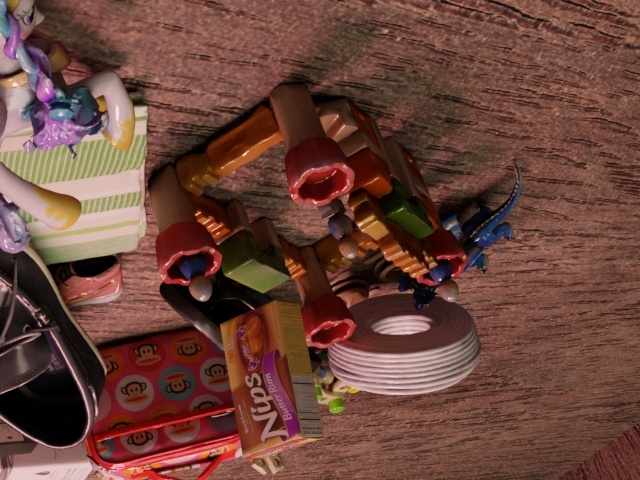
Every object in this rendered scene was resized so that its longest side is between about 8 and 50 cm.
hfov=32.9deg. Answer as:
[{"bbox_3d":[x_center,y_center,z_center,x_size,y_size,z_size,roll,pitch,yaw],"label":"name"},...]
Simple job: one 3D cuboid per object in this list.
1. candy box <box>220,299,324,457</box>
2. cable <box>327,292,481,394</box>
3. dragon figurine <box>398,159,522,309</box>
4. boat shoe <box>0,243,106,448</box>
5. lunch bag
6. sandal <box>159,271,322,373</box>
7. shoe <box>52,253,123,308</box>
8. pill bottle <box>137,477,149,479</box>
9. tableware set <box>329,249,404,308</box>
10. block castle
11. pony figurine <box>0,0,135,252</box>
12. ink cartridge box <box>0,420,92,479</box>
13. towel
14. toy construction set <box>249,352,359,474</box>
[{"bbox_3d":[-0.066,0.185,1.438,0.109,0.187,0.053,-24,156,35],"label":"candy box"},{"bbox_3d":[0.140,0.169,1.803,0.257,0.257,0.089,-19,112,-39],"label":"cable"},{"bbox_3d":[0.236,0.004,1.772,0.144,0.085,0.289,-20,154,-45],"label":"dragon figurine"},{"bbox_3d":[-0.432,0.124,1.447,0.186,0.156,0.500,-19,140,7],"label":"boat shoe"},{"bbox_3d":[-0.257,0.292,1.823,0.293,0.258,0.120,-11,150,-16],"label":"lunch bag"},{"bbox_3d":[-0.115,0.117,1.762,0.107,0.167,0.445,-52,153,4],"label":"sandal"},{"bbox_3d":[-0.374,0.062,1.573,0.178,0.063,0.081,-13,146,-18],"label":"shoe"},{"bbox_3d":[-0.331,0.354,2.021,0.122,0.123,0.219,-5,148,-25],"label":"pill bottle"},{"bbox_3d":[0.095,0.078,1.905,0.194,0.039,0.128,-31,149,18],"label":"tableware set"},{"bbox_3d":[0.000,0.000,1.540,0.303,0.213,0.453,-31,149,18],"label":"block castle"},{"bbox_3d":[-0.354,-0.118,1.073,0.351,0.303,0.363,-38,158,-7],"label":"pony figurine"},{"bbox_3d":[-0.581,0.405,1.951,0.289,0.122,0.211,2,143,-34],"label":"ink cartridge box"},{"bbox_3d":[-0.344,-0.066,1.400,0.247,0.038,0.325,-10,150,-17],"label":"towel"},{"bbox_3d":[-0.068,0.312,2.106,0.215,0.151,0.328,15,125,-46],"label":"toy construction set"}]
